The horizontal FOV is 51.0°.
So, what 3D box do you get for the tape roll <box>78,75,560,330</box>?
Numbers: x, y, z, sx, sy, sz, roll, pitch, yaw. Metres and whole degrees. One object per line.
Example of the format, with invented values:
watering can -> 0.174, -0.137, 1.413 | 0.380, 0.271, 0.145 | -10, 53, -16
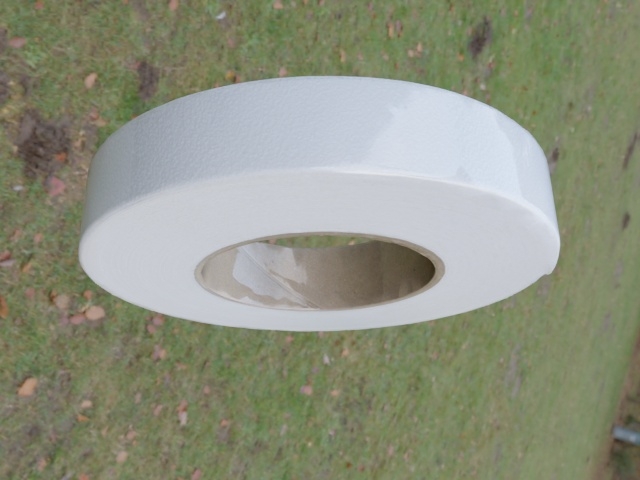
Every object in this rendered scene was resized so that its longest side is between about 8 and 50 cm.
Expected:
tape roll -> 0.000, 0.000, 0.572 | 0.392, 0.391, 0.072 | 41, 45, -59
